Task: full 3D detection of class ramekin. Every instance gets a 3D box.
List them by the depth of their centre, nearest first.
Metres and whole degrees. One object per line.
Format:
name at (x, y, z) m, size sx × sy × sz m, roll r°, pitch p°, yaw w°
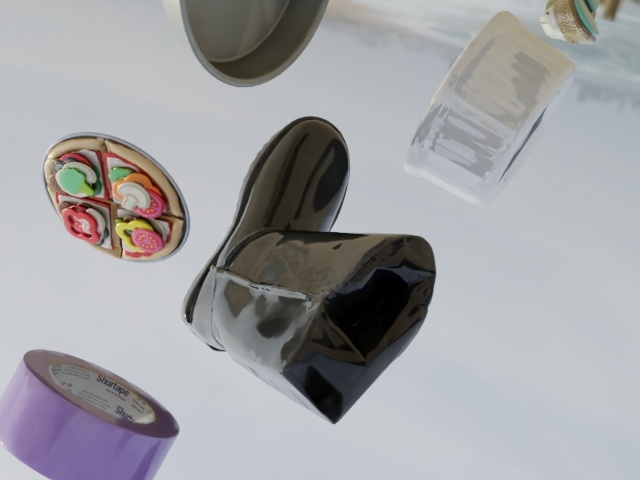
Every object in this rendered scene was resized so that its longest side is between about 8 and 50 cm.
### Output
ramekin at (0.254, -0.183, 1.436) m, size 0.135 × 0.277 × 0.277 m, roll 34°, pitch -163°, yaw 13°

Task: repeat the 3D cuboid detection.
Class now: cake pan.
cake pan at (-0.083, -0.331, 1.160) m, size 0.054 × 0.293 × 0.293 m, roll 23°, pitch -165°, yaw 31°

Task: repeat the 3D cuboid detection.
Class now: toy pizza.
toy pizza at (-0.256, -0.044, 1.196) m, size 0.201 × 0.201 × 0.032 m, roll 17°, pitch -136°, yaw 10°

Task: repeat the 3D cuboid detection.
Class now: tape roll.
tape roll at (-0.253, 0.198, 1.060) m, size 0.189 × 0.080 × 0.189 m, roll 29°, pitch -179°, yaw -1°

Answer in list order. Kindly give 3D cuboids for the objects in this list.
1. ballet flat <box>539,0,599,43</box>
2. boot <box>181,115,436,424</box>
ballet flat at (0.314, -0.285, 1.234) m, size 0.067 × 0.073 × 0.206 m, roll -24°, pitch -164°, yaw 28°
boot at (-0.001, 0.002, 1.186) m, size 0.146 × 0.367 × 0.445 m, roll 29°, pitch 172°, yaw -18°
